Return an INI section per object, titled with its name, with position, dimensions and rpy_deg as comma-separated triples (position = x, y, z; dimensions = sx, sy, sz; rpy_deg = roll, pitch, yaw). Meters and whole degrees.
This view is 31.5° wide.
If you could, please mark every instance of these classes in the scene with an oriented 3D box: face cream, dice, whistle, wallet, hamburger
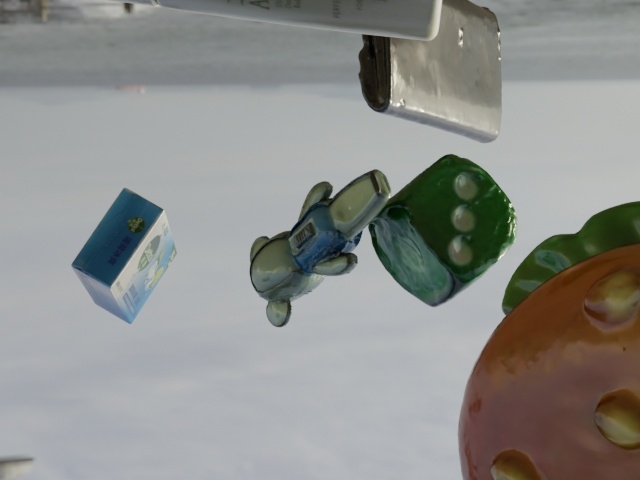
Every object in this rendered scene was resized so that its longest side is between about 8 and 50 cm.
[face cream]
position = -0.062, -0.263, 0.983
dimensions = 0.348, 0.174, 0.081
rpy_deg = 8, -128, 4
[dice]
position = 0.135, -0.012, 1.261
dimensions = 0.120, 0.128, 0.131
rpy_deg = -40, 179, -21
[whistle]
position = 0.000, 0.000, 1.237
dimensions = 0.077, 0.114, 0.235
rpy_deg = 6, 145, -40
[wallet]
position = 0.175, -0.280, 1.725
dimensions = 0.062, 0.229, 0.406
rpy_deg = -2, 177, 32
[hamburger]
position = 0.310, 0.164, 0.848
dimensions = 0.395, 0.396, 0.277
rpy_deg = 4, -161, 31

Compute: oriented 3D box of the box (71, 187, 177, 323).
[box]
position = -0.284, 0.026, 1.667
dimensions = 0.073, 0.139, 0.194
rpy_deg = 29, 163, 9
